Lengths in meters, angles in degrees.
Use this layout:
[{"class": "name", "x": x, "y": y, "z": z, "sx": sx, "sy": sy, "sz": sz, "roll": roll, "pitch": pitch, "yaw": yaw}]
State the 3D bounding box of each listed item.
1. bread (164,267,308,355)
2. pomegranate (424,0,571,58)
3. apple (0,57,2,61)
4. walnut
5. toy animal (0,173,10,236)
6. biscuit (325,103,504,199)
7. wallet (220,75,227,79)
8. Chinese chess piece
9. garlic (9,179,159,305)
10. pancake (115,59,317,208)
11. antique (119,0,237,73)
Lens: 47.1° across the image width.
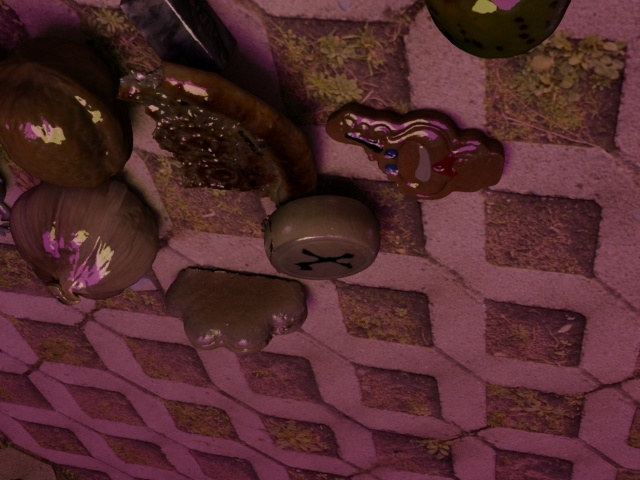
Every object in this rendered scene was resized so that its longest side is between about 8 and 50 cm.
[{"class": "bread", "x": -0.201, "y": 0.170, "z": 1.677, "sx": 0.337, "sy": 0.183, "sz": 0.102, "roll": 5, "pitch": 146, "yaw": 13}, {"class": "pomegranate", "x": 0.251, "y": -0.350, "z": 0.961, "sx": 0.263, "sy": 0.211, "sz": 0.211, "roll": -19, "pitch": 150, "yaw": -29}, {"class": "apple", "x": -0.657, "y": -0.265, "z": 1.337, "sx": 0.160, "sy": 0.173, "sz": 0.195, "roll": 39, "pitch": 138, "yaw": -21}, {"class": "walnut", "x": -0.457, "y": -0.215, "z": 1.289, "sx": 0.283, "sy": 0.227, "sz": 0.283, "roll": 15, "pitch": 151, "yaw": 9}, {"class": "toy animal", "x": -0.764, "y": -0.094, "z": 1.637, "sx": 0.367, "sy": 0.081, "sz": 0.206, "roll": -8, "pitch": 138, "yaw": 36}, {"class": "biscuit", "x": 0.164, "y": -0.157, "z": 1.298, "sx": 0.320, "sy": 0.047, "sz": 0.183, "roll": 25, "pitch": 136, "yaw": -8}, {"class": "wallet", "x": -0.212, "y": -0.247, "z": 1.326, "sx": 0.129, "sy": 0.026, "sz": 0.088, "roll": -5, "pitch": 134, "yaw": 23}, {"class": "Chinese chess piece", "x": 0.000, "y": 0.000, "z": 1.435, "sx": 0.238, "sy": 0.092, "sz": 0.238, "roll": -2, "pitch": 156, "yaw": -1}, {"class": "garlic", "x": -0.509, "y": -0.005, "z": 1.559, "sx": 0.322, "sy": 0.241, "sz": 0.322, "roll": 7, "pitch": 117, "yaw": 14}, {"class": "pancake", "x": -0.168, "y": -0.167, "z": 1.293, "sx": 0.305, "sy": 0.067, "sz": 0.427, "roll": 0, "pitch": 154, "yaw": 15}, {"class": "antique", "x": -0.228, "y": -0.348, "z": 1.173, "sx": 0.086, "sy": 0.088, "sz": 0.183, "roll": -16, "pitch": 130, "yaw": 30}]
